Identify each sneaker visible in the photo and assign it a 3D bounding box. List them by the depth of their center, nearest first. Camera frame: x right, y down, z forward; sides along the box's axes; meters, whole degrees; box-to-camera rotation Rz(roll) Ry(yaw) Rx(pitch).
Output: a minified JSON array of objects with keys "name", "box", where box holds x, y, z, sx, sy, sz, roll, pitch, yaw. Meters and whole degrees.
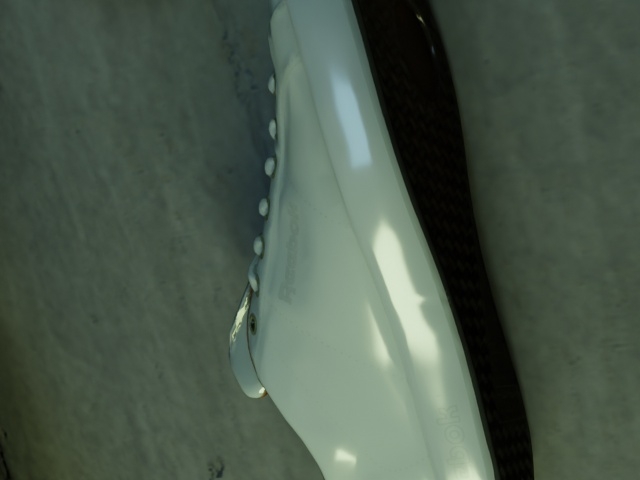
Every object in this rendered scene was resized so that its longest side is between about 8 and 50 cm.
[{"name":"sneaker","box":[0.000,0.000,0.431,0.123,0.106,0.290,-8,102,25]}]
